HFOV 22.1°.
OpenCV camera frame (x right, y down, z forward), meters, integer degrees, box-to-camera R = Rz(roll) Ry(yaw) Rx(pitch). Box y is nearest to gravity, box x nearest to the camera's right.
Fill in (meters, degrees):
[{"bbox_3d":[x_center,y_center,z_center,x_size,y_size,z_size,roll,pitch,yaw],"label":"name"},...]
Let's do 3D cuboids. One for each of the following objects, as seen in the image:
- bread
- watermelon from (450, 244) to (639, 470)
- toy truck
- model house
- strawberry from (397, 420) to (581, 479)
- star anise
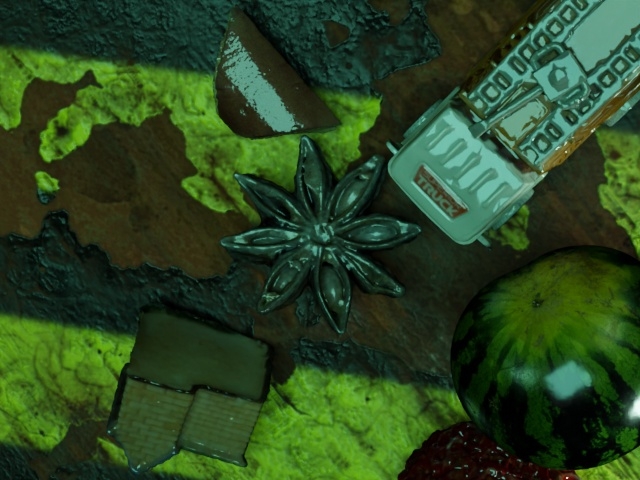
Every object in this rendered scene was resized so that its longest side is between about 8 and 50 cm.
[{"bbox_3d":[-0.076,-0.177,1.987,0.119,0.067,0.192,-43,89,18],"label":"bread"},{"bbox_3d":[0.286,0.134,1.865,0.269,0.269,0.268,3,102,13],"label":"watermelon"},{"bbox_3d":[0.247,-0.165,1.840,0.173,0.207,0.387,45,108,2],"label":"toy truck"},{"bbox_3d":[-0.167,0.207,2.055,0.183,0.166,0.172,15,121,-5],"label":"model house"},{"bbox_3d":[0.204,0.362,1.955,0.274,0.220,0.274,4,106,14],"label":"strawberry"},{"bbox_3d":[0.001,0.001,1.989,0.223,0.109,0.236,-28,79,-5],"label":"star anise"}]
